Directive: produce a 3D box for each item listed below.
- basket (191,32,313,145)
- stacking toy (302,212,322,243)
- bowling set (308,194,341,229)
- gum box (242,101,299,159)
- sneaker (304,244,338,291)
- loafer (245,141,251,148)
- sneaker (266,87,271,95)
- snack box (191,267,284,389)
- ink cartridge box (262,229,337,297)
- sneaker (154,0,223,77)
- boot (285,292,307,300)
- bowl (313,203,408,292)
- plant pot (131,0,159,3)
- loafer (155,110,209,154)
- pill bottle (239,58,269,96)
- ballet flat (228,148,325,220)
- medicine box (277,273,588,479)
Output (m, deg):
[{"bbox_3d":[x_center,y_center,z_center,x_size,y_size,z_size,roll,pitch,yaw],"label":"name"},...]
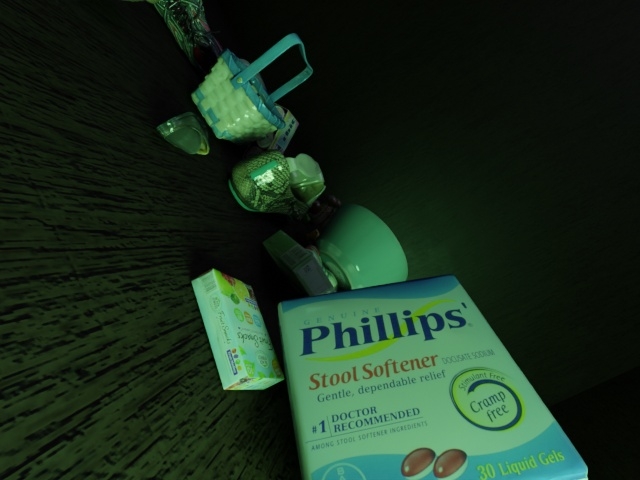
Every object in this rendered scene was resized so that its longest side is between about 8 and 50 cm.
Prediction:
[{"bbox_3d":[-0.153,-0.375,1.000,0.201,0.289,0.255,60,7,-1],"label":"basket"},{"bbox_3d":[0.000,0.000,1.498,0.167,0.052,0.221,57,8,-28],"label":"stacking toy"},{"bbox_3d":[0.053,-0.102,1.555,0.287,0.154,0.200,47,-8,38],"label":"bowling set"},{"bbox_3d":[-0.145,-0.288,1.178,0.062,0.188,0.107,29,3,13],"label":"gum box"},{"bbox_3d":[-0.010,0.092,1.145,0.161,0.057,0.075,61,23,0],"label":"sneaker"},{"bbox_3d":[-0.228,-0.367,1.303,0.087,0.094,0.251,94,-15,-58],"label":"loafer"},{"bbox_3d":[-0.267,-0.632,1.948,0.130,0.109,0.286,62,14,-44],"label":"sneaker"},{"bbox_3d":[-0.102,0.113,0.510,0.141,0.037,0.100,65,10,26],"label":"snack box"},{"bbox_3d":[-0.014,0.099,0.847,0.171,0.056,0.235,33,-23,58],"label":"ink cartridge box"},{"bbox_3d":[-0.356,-0.590,1.119,0.299,0.121,0.112,55,12,-36],"label":"sneaker"},{"bbox_3d":[0.004,0.198,0.725,0.106,0.082,0.219,50,11,-43],"label":"boot"},{"bbox_3d":[0.094,0.059,1.229,0.311,0.163,0.311,40,-29,28],"label":"bowl"},{"bbox_3d":[-0.383,-0.506,0.687,0.237,0.110,0.237,59,9,-15],"label":"plant pot"},{"bbox_3d":[-0.227,-0.181,0.698,0.170,0.062,0.061,-74,139,-77],"label":"loafer"},{"bbox_3d":[-0.224,-0.445,1.226,0.124,0.124,0.221,47,17,-59],"label":"pill bottle"},{"bbox_3d":[-0.076,-0.144,1.062,0.164,0.182,0.483,60,8,3],"label":"ballet flat"},{"bbox_3d":[0.096,0.203,0.503,0.289,0.263,0.149,-109,-166,-51],"label":"medicine box"}]
